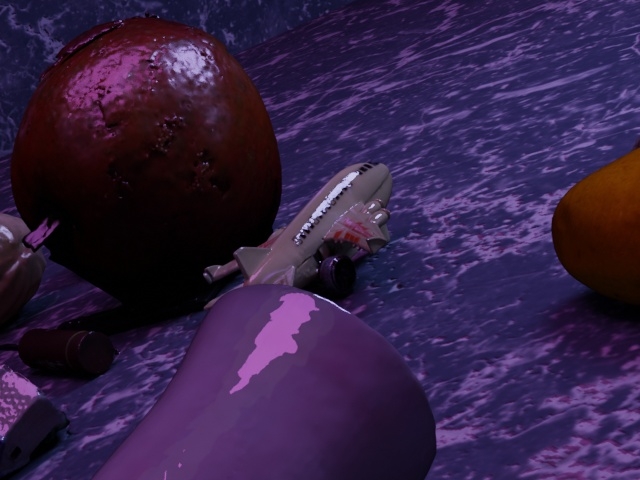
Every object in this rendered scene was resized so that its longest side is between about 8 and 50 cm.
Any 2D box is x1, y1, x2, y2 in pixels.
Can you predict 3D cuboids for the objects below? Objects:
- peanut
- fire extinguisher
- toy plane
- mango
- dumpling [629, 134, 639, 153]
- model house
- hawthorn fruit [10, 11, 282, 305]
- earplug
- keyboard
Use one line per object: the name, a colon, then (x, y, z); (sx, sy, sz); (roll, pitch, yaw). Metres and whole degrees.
peanut: (-0.471, 0.074, 1.748); (0.313, 0.149, 0.149); (-25, 15, -9)
fire extinguisher: (-0.264, 0.111, 1.502); (0.064, 0.043, 0.158); (4, -3, -38)
toy plane: (0.000, 0.000, 1.422); (0.229, 0.092, 0.244); (-10, 19, 45)
mango: (0.260, -0.015, 1.083); (0.147, 0.109, 0.227); (-54, 27, -18)
dumpling: (0.374, -0.099, 1.200); (0.332, 0.086, 0.166); (-7, 41, 34)
model house: (-0.289, 0.166, 1.297); (0.101, 0.087, 0.100); (25, 67, 28)
hawthorn fruit: (-0.178, -0.081, 1.596); (0.316, 0.316, 0.316); (-21, 15, 6)
earplug: (-0.078, 0.174, 0.829); (0.172, 0.172, 0.301); (-9, 25, 39)
keyboard: (-0.199, 0.079, 1.577); (0.204, 0.013, 0.061); (-16, 17, 21)
